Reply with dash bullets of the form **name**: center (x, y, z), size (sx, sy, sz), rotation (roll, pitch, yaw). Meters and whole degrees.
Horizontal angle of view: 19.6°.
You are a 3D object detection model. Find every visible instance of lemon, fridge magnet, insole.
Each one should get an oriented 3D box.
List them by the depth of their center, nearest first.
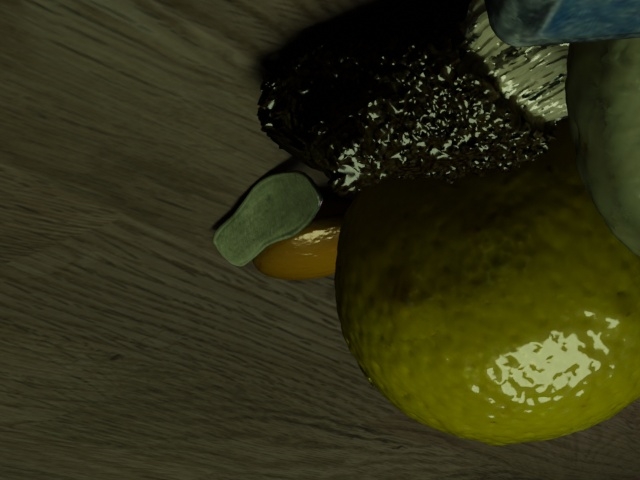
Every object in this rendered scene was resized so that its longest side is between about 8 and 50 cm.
- **lemon**: center (0.178, 0.030, 1.679), size (0.336, 0.336, 0.336), rotation (-11, 160, -4)
- **insole**: center (-0.053, -0.021, 1.780), size (0.010, 0.063, 0.192), rotation (-31, 177, -36)
- **fridge magnet**: center (0.000, 0.000, 1.859), size (0.143, 0.063, 0.143), rotation (-11, 162, -4)

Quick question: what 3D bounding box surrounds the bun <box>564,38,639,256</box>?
- **bun**: center (0.350, -0.128, 1.354), size (0.365, 0.365, 0.219), rotation (-12, -169, 1)

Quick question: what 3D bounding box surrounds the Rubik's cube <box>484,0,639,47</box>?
- **Rubik's cube**: center (0.223, -0.293, 0.814), size (0.318, 0.316, 0.313), rotation (-6, 159, -13)

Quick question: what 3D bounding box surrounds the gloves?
- **gloves**: center (0.093, -0.116, 1.491), size (0.312, 0.135, 0.210), rotation (-23, 164, 35)
